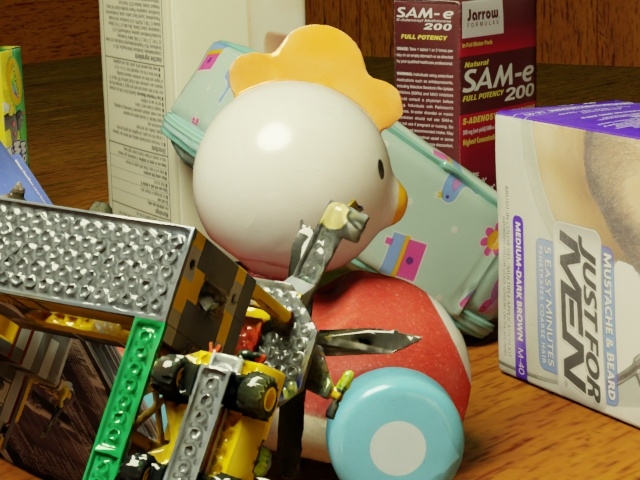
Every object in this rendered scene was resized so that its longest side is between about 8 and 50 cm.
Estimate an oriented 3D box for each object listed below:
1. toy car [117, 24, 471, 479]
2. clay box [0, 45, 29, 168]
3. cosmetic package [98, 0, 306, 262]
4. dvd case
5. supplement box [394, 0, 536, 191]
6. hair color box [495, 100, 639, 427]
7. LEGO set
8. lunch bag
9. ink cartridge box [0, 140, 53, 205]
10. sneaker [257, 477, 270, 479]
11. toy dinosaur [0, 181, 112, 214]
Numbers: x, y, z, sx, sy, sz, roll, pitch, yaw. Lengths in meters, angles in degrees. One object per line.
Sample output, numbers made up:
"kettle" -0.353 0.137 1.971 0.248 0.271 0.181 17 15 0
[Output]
"toy car" 0.000 0.000 0.998 0.210 0.238 0.219 13 8 -6
"clay box" -0.356 -0.109 1.731 0.127 0.222 0.053 3 12 18
"cosmetic package" -0.095 -0.100 1.454 0.129 0.296 0.153 -8 15 -30
"dvd case" -0.153 0.074 0.942 0.018 0.164 0.221 -38 29 -27
"supplement box" 0.129 -0.096 1.537 0.073 0.239 0.130 7 15 38
"hair color box" 0.236 0.022 1.067 0.110 0.185 0.339 -8 12 -27
"LEGO set" -0.136 0.092 0.715 0.331 0.255 0.192 1 -21 24
"lunch bag" 0.023 -0.037 1.320 0.279 0.108 0.224 33 -2 -27
"ink cartridge box" -0.297 0.004 1.311 0.311 0.065 0.186 -11 56 -47
"sneaker" 0.026 0.151 0.809 0.170 0.068 0.071 10 -1 15
"toy dinosaur" -0.199 0.041 1.227 0.121 0.160 0.313 -44 -3 7
